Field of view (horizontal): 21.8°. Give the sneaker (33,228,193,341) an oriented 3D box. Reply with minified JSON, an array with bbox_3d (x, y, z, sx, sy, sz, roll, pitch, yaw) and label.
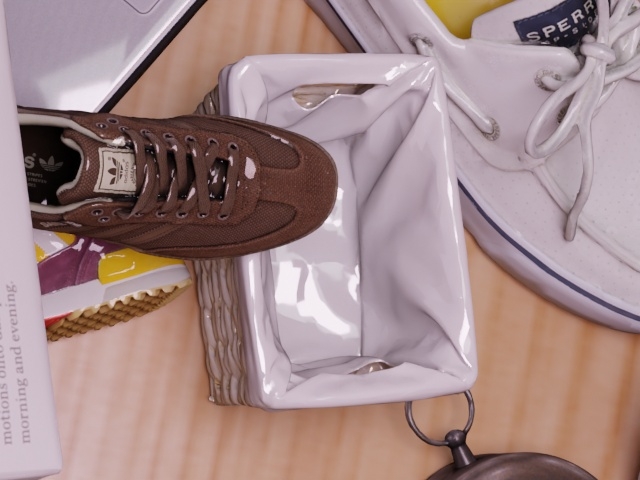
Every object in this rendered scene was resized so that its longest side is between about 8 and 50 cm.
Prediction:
[{"bbox_3d":[-0.157,0.009,0.789,0.185,0.069,0.084,-12,77,-27],"label":"sneaker"}]

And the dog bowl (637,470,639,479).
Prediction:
[{"bbox_3d":[0.255,0.183,0.798,0.104,0.265,0.265,-3,82,-18],"label":"dog bowl"}]

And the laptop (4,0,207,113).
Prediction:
[{"bbox_3d":[-0.175,-0.293,0.689,0.408,0.236,0.382,40,84,4],"label":"laptop"}]

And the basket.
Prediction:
[{"bbox_3d":[0.000,0.000,0.822,0.113,0.103,0.167,-3,83,-20],"label":"basket"}]

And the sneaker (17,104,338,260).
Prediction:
[{"bbox_3d":[-0.082,-0.023,0.711,0.188,0.071,0.066,3,95,-8],"label":"sneaker"}]

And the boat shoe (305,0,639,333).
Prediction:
[{"bbox_3d":[0.114,-0.104,0.851,0.136,0.156,0.367,-41,95,-21],"label":"boat shoe"}]

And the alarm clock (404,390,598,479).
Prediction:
[{"bbox_3d":[0.094,0.156,0.855,0.129,0.064,0.192,-24,87,-21],"label":"alarm clock"}]

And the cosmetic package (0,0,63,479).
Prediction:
[{"bbox_3d":[-0.282,0.005,0.524,0.365,0.155,0.197,3,72,-39],"label":"cosmetic package"}]
